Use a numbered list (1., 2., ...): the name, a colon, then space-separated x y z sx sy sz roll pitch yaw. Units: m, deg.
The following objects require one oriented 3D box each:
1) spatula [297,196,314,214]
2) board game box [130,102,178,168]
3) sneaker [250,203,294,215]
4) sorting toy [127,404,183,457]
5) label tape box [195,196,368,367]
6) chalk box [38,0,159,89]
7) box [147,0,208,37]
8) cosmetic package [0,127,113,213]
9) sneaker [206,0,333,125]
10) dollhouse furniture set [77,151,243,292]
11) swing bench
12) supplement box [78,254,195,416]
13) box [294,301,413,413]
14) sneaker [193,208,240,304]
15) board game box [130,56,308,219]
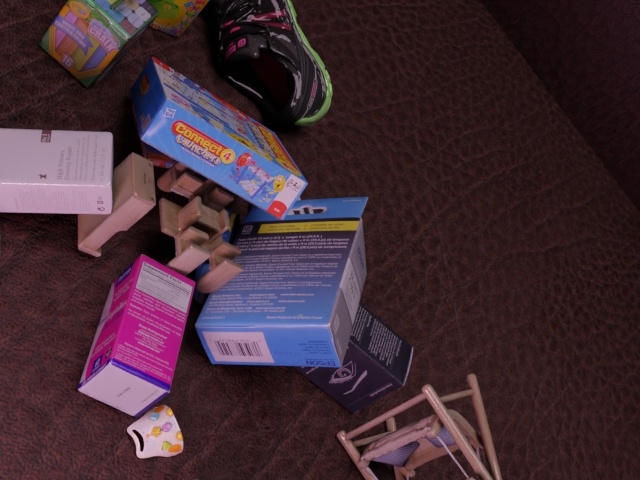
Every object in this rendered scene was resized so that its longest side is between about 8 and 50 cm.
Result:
1. spatula: 0.000 0.000 1.815 0.168 0.019 0.242 47 20 -45
2. board game box: -0.250 -0.202 1.790 0.281 0.027 0.145 7 55 -42
3. sneaker: -0.075 -0.016 1.791 0.115 0.090 0.232 18 58 -46
4. sorting toy: -0.265 0.309 1.384 0.075 0.045 0.083 -19 75 -30
5. label tape box: -0.051 0.069 1.599 0.348 0.249 0.115 -70 151 -48
6. chalk box: -0.409 -0.418 1.645 0.132 0.213 0.132 43 39 -12
7. box: -0.346 -0.618 1.800 0.279 0.290 0.177 13 53 -38
8. cosmetic package: -0.451 -0.111 1.395 0.230 0.085 0.117 1 55 -13
9. sneaker: -0.152 -0.470 1.970 0.483 0.185 0.202 54 35 3
10. dollhouse furniture set: -0.280 -0.027 1.531 0.242 0.161 0.212 28 38 -40
11. swing bench: 0.205 0.416 1.595 0.165 0.253 0.255 -3 63 -46
12. supplement box: -0.293 0.152 1.410 0.114 0.111 0.220 31 42 -24
13. box: 0.050 0.213 1.676 0.207 0.153 0.108 41 39 -16
14. sneaker: -0.215 0.027 1.635 0.082 0.069 0.209 11 56 5
15. board game box: -0.199 -0.198 1.637 0.301 0.086 0.308 29 14 -27
